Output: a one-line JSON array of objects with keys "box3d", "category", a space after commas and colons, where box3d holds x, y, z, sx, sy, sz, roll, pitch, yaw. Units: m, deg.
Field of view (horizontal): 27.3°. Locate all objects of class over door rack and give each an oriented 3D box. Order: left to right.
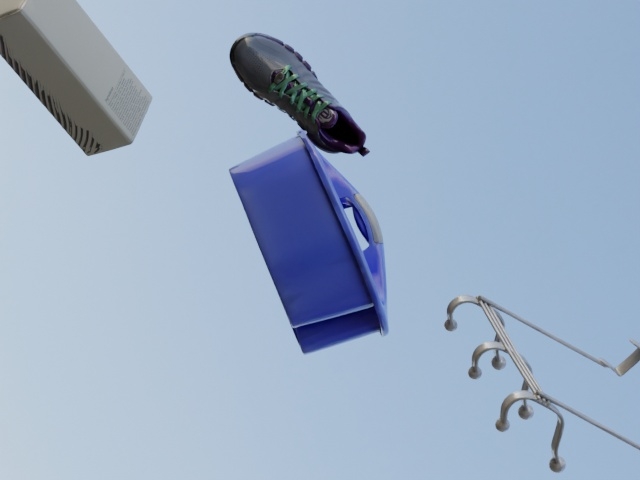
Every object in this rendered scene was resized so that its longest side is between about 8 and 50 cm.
[{"box3d": [0.331, 0.205, 1.758, 0.108, 0.324, 0.239, -62, -153, 23], "category": "over door rack"}]

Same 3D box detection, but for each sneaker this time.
[{"box3d": [-0.020, -0.194, 1.748, 0.223, 0.083, 0.098, 38, -4, -27], "category": "sneaker"}]

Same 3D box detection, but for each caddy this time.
[{"box3d": [0.000, 0.000, 1.952, 0.241, 0.179, 0.341, 72, -4, -64], "category": "caddy"}]

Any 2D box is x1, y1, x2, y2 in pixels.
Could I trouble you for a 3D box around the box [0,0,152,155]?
[{"box3d": [-0.371, -0.260, 1.941, 0.094, 0.113, 0.275, -12, -48, 30], "category": "box"}]
